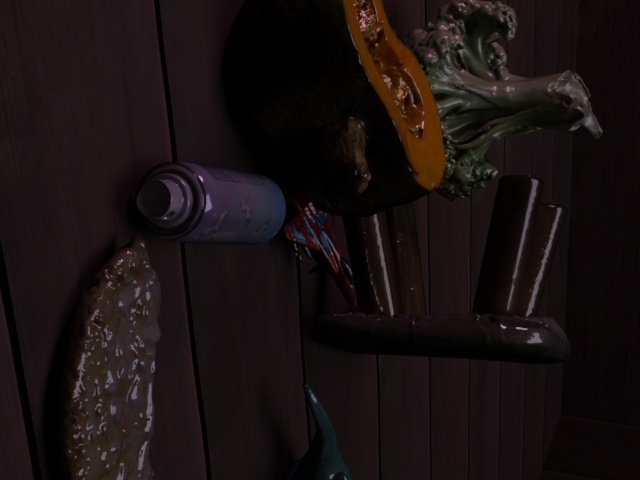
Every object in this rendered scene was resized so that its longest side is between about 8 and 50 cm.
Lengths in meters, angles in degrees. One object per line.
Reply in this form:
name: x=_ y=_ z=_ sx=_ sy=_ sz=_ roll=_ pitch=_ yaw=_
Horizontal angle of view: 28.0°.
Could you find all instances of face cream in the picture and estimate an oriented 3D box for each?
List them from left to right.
face cream: x=-0.106 y=-0.034 z=1.203 sx=0.229 sy=0.075 sz=0.075 roll=4 pitch=93 yaw=-70

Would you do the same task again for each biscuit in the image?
biscuit: x=-0.183 y=0.141 z=1.094 sx=0.141 sy=0.038 sz=0.290 roll=-11 pitch=105 yaw=-69

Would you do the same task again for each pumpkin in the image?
pumpkin: x=0.024 y=-0.148 z=1.358 sx=0.317 sy=0.139 sz=0.222 roll=59 pitch=31 yaw=-46

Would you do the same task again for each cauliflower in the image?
cauliflower: x=0.221 y=-0.209 z=1.792 sx=0.327 sy=0.281 sz=0.260 roll=10 pitch=59 yaw=-74

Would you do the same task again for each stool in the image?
stool: x=0.172 y=0.045 z=1.684 sx=0.310 sy=0.310 sz=0.226 roll=27 pitch=67 yaw=-71

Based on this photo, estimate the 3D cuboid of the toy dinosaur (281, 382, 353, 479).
toy dinosaur: x=0.002 y=0.341 z=1.643 sx=0.331 sy=0.129 sz=0.384 roll=-28 pitch=122 yaw=-80

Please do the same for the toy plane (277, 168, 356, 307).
toy plane: x=-0.003 y=0.000 z=1.506 sx=0.130 sy=0.061 sz=0.189 roll=-57 pitch=134 yaw=-53
